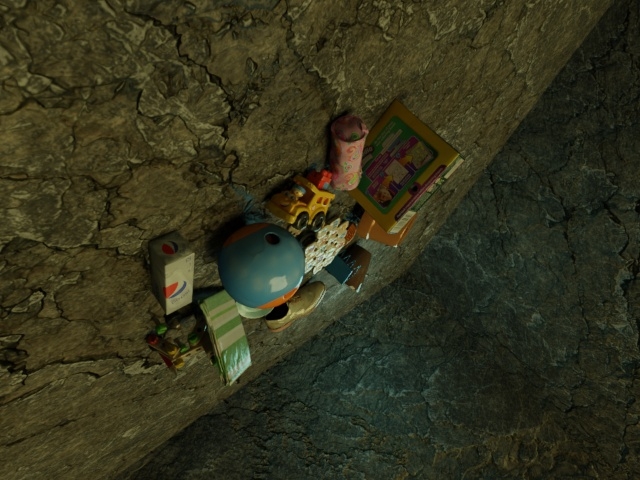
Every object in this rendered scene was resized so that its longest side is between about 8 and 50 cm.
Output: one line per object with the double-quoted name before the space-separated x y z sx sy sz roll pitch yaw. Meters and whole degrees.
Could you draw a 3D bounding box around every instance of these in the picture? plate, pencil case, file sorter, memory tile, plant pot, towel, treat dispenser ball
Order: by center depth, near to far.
"treat dispenser ball" -0.194 0.083 1.388 0.288 0.288 0.288 -36 160 -16
"pencil case" 0.090 -0.283 1.399 0.124 0.124 0.284 -36 157 -17
"towel" -0.354 0.355 1.581 0.038 0.324 0.248 -18 180 13
"memory tile" -0.091 -0.058 1.697 0.148 0.012 0.113 -45 160 5
"plate" -0.291 0.273 1.888 0.188 0.024 0.188 -10 124 -16
"plant pot" 0.336 -0.099 2.032 0.291 0.203 0.291 -51 163 -21
"file sorter" 0.111 0.125 2.231 0.104 0.170 0.118 -27 155 -46
"plant pot" 0.189 0.146 2.413 0.230 0.215 0.215 -57 161 -3

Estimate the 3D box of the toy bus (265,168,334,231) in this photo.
"toy bus" -0.050 -0.152 1.411 0.220 0.149 0.211 1 120 -59

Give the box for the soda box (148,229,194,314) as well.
"soda box" -0.443 0.103 1.244 0.091 0.098 0.286 -28 157 -34

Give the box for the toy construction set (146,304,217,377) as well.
"toy construction set" -0.505 0.427 1.593 0.257 0.237 0.309 -18 150 -48

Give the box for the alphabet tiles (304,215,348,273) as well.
"alphabet tiles" 0.020 0.024 1.862 0.278 0.021 0.284 -34 147 -33

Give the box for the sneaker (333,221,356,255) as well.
"sneaker" 0.082 0.004 2.065 0.262 0.099 0.121 -48 177 16

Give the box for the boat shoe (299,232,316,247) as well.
"boat shoe" 0.000 0.000 1.904 0.228 0.068 0.081 -17 148 -50

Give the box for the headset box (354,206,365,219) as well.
"headset box" 0.214 -0.145 2.061 0.083 0.032 0.062 -46 161 7

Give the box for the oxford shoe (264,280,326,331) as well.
"oxford shoe" -0.135 0.350 2.289 0.397 0.140 0.146 -40 153 -13

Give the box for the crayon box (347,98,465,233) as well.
"crayon box" 0.273 -0.262 1.510 0.363 0.313 0.106 -50 156 22
